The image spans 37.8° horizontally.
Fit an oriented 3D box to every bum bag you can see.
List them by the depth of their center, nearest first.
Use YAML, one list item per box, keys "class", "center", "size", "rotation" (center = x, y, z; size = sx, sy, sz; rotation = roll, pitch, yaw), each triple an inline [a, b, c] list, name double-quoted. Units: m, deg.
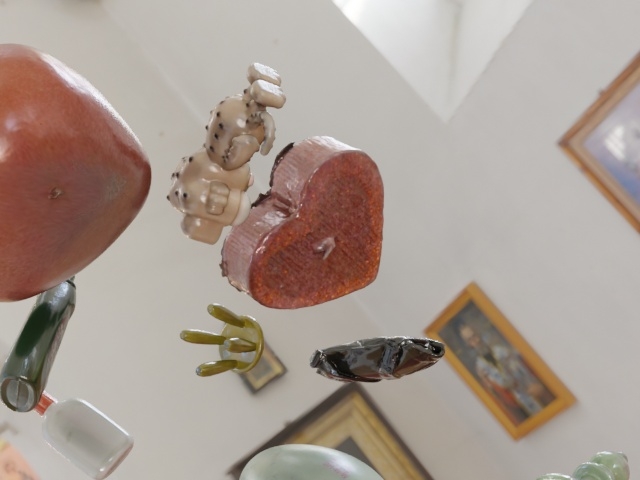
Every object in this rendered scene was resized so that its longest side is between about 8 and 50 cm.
- class: "bum bag"
  center: [0.107, 0.245, 1.883]
  size: [0.326, 0.079, 0.142]
  rotation: [-16, -32, 35]

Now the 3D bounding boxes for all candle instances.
- class: "candle"
  center: [0.000, 0.000, 1.622]
  size: [0.317, 0.131, 0.287]
  rotation: [-51, -48, -5]

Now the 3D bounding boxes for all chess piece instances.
- class: "chess piece"
  center: [0.442, 0.409, 1.528]
  size: [0.272, 0.139, 0.139]
  rotation: [-18, -26, -48]

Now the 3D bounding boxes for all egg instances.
- class: "egg"
  center: [-0.004, 0.378, 1.293]
  size: [0.183, 0.264, 0.183]
  rotation: [-26, -55, -44]

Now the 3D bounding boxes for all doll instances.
- class: "doll"
  center: [-0.131, -0.119, 1.340]
  size: [0.119, 0.154, 0.278]
  rotation: [16, -46, -25]

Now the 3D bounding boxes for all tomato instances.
- class: "tomato"
  center: [-0.391, -0.077, 1.209]
  size: [0.341, 0.273, 0.341]
  rotation: [-26, -52, -40]

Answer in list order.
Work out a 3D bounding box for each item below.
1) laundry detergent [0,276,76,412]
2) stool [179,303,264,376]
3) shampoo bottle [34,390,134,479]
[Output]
- class: "laundry detergent"
  center: [-0.405, 0.137, 1.361]
  size: [0.137, 0.063, 0.211]
  rotation: [112, 171, -50]
- class: "stool"
  center: [-0.179, 0.188, 1.731]
  size: [0.110, 0.134, 0.135]
  rotation: [15, -96, -53]
- class: "shampoo bottle"
  center: [-0.463, 0.351, 1.757]
  size: [0.108, 0.221, 0.051]
  rotation: [-48, -15, -32]
